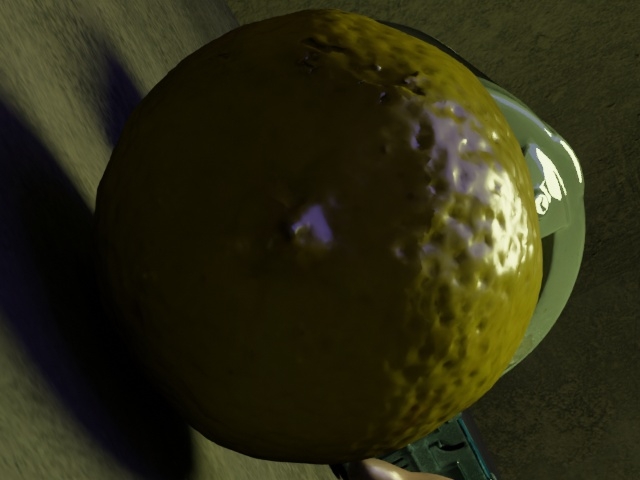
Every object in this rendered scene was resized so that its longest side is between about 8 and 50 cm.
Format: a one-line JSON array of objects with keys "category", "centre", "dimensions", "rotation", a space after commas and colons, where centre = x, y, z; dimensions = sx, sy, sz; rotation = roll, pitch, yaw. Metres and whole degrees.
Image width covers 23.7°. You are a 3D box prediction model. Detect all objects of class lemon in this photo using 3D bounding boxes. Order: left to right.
[{"category": "lemon", "centre": [0.001, -0.001, 0.830], "dimensions": [0.267, 0.267, 0.267], "rotation": [62, 5, -9]}]

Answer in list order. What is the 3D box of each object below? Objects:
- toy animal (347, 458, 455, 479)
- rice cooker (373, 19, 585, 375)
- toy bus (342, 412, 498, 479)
[{"category": "toy animal", "centre": [0.074, 0.243, 0.834], "dimensions": [0.154, 0.166, 0.250], "rotation": [30, 22, -43]}, {"category": "rice cooker", "centre": [0.049, -0.025, 1.227], "dimensions": [0.288, 0.288, 0.277], "rotation": [60, 0, -25]}, {"category": "toy bus", "centre": [0.079, 0.186, 1.384], "dimensions": [0.246, 0.113, 0.134], "rotation": [61, 0, -36]}]
